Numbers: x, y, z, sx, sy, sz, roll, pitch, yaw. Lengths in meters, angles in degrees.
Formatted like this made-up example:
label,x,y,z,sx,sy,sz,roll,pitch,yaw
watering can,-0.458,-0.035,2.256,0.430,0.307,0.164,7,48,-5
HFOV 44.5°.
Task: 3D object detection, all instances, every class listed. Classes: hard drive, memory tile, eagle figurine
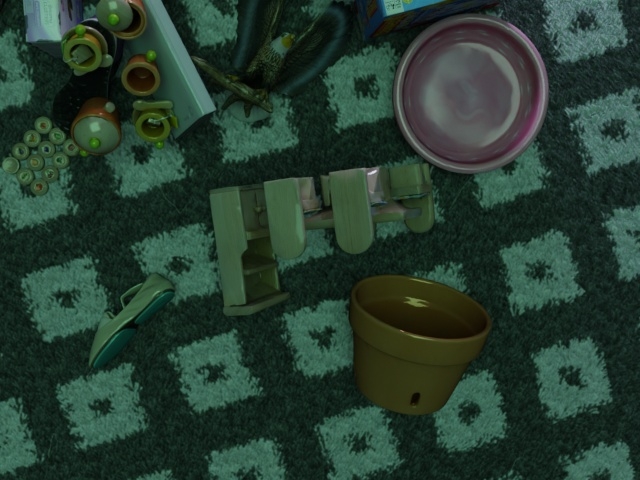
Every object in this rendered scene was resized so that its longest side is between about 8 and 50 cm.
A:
label,x,y,z,sx,sy,sz,roll,pitch,yaw
hard drive,-0.322,-0.369,1.568,0.040,0.203,0.308,-29,96,-26
memory tile,-0.592,-0.179,1.659,0.113,0.012,0.148,39,92,-5
eagle figurine,-0.090,-0.395,1.608,0.298,0.225,0.226,-62,141,-26

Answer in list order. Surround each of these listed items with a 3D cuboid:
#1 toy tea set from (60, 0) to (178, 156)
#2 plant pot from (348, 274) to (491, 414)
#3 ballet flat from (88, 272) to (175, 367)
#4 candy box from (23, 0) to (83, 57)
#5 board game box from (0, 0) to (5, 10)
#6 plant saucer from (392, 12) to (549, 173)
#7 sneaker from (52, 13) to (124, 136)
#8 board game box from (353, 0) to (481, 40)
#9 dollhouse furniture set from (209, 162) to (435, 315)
label,x,y,z,sx,sy,sz,roll,pitch,yaw
toy tea set,-0.388,-0.294,1.469,0.199,0.124,0.336,-6,131,-3
plant pot,0.187,0.221,1.623,0.290,0.291,0.204,9,112,-4
ballet flat,-0.416,0.164,1.673,0.248,0.086,0.086,-43,96,-1
candy box,-0.525,-0.459,1.548,0.070,0.196,0.165,-2,94,-3
board game box,-0.795,-0.488,1.606,0.243,0.042,0.165,25,93,-5
plant saucer,0.313,-0.308,1.667,0.331,0.084,0.332,0,95,-4
sneaker,-0.455,-0.337,1.602,0.107,0.124,0.283,28,125,-7
board game box,0.234,-0.492,1.535,0.301,0.308,0.086,-16,97,-1
dollhouse furniture set,0.000,0.000,1.549,0.394,0.362,0.257,-5,94,25
